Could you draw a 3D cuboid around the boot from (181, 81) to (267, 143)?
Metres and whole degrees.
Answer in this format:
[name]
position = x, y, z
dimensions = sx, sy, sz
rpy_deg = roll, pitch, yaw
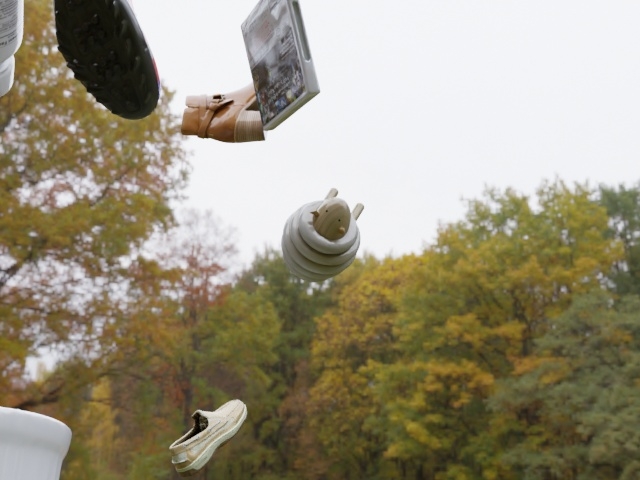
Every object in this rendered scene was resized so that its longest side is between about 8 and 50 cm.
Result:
[boot]
position = -0.165, -0.253, 1.354
dimensions = 0.153, 0.197, 0.072
rpy_deg = 3, -45, 4

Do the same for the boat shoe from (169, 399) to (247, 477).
[boat shoe]
position = -0.192, 0.322, 1.296
dimensions = 0.068, 0.072, 0.190
rpy_deg = -20, 12, 30

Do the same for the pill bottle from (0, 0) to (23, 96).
[pill bottle]
position = -0.491, -0.339, 1.022
dimensions = 0.161, 0.160, 0.283
rpy_deg = 7, -45, -17

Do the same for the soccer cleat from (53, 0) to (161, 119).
[soccer cleat]
position = -0.257, -0.290, 0.842
dimensions = 0.109, 0.318, 0.116
rpy_deg = -24, 11, 30

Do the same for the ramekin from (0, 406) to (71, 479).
[ramekin]
position = -0.367, 0.233, 0.654
dimensions = 0.278, 0.135, 0.277
rpy_deg = -3, -25, -2

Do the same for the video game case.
[video game case]
position = -0.062, -0.266, 1.081
dimensions = 0.022, 0.173, 0.190
rpy_deg = -11, -3, -24

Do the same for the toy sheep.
[toy sheep]
position = 0.000, 0.000, 0.793
dimensions = 0.091, 0.091, 0.132
rpy_deg = 6, -37, -14
